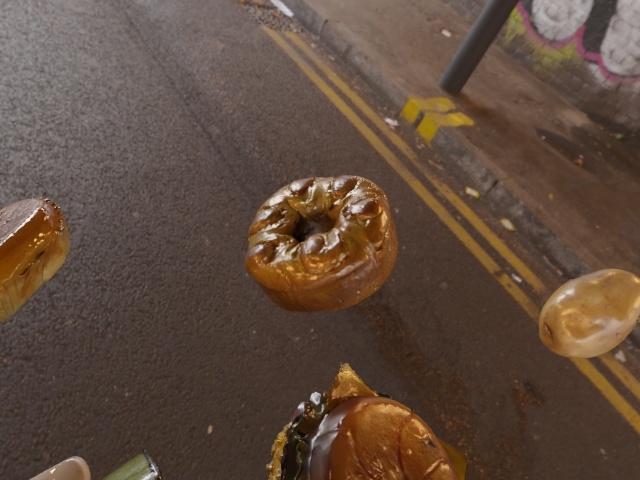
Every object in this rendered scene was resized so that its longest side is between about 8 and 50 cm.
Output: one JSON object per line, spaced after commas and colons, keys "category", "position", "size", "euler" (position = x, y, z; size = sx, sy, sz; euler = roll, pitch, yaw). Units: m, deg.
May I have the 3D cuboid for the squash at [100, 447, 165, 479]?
{"category": "squash", "position": [-0.436, 0.616, 0.952], "size": [0.309, 0.310, 0.310], "euler": [-16, 56, -28]}

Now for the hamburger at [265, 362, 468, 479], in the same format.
{"category": "hamburger", "position": [0.046, 0.280, 0.526], "size": [0.243, 0.139, 0.261], "euler": [40, 36, -8]}

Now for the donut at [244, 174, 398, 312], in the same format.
{"category": "donut", "position": [0.002, 0.001, 0.709], "size": [0.227, 0.113, 0.226], "euler": [-14, 39, 12]}

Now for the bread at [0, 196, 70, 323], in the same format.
{"category": "bread", "position": [-0.755, 0.041, 1.174], "size": [0.236, 0.183, 0.388], "euler": [1, 40, 3]}

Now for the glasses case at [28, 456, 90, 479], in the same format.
{"category": "glasses case", "position": [-0.667, 0.609, 1.191], "size": [0.234, 0.059, 0.092], "euler": [-28, 74, -2]}

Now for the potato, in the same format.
{"category": "potato", "position": [0.416, 0.108, 0.749], "size": [0.178, 0.109, 0.118], "euler": [-24, 101, -17]}
